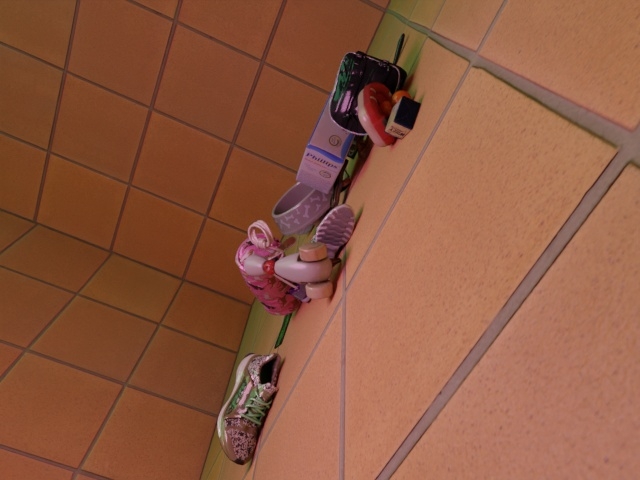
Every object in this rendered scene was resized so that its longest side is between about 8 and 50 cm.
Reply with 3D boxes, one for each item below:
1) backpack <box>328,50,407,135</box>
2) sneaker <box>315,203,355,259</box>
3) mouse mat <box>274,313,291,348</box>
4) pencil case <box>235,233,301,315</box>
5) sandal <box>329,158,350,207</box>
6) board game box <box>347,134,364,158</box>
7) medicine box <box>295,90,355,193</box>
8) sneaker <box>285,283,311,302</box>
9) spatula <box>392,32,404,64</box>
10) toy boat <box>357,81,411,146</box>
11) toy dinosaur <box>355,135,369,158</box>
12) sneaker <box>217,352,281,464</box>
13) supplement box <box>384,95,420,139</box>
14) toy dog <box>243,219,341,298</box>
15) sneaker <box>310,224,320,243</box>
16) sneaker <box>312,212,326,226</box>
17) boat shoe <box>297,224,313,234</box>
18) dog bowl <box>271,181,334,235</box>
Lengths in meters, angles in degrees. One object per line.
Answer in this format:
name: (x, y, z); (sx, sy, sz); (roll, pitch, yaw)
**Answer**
backpack: (0.154, -0.489, 1.717); (0.191, 0.225, 0.253); (-26, -41, -68)
sneaker: (0.030, -0.019, 1.642); (0.115, 0.105, 0.281); (-78, 13, -51)
mouse mat: (-0.154, 0.366, 2.158); (0.152, 0.007, 0.189); (129, 161, -63)
pencil case: (-0.180, 0.137, 1.871); (0.386, 0.167, 0.160); (73, -155, -55)
sandal: (0.087, -0.220, 1.982); (0.090, 0.060, 0.219); (118, 166, -58)
board game box: (0.151, -0.460, 2.263); (0.243, 0.042, 0.165); (-99, 32, -75)
medicine box: (0.036, -0.368, 1.929); (0.289, 0.149, 0.263); (119, 173, -67)
sneaker: (-0.046, 0.109, 1.816); (0.083, 0.098, 0.223); (-173, 105, -82)
spatula: (0.289, -0.712, 2.093); (0.084, 0.030, 0.296); (-93, 27, -77)
toy boat: (0.204, -0.400, 1.523); (0.151, 0.151, 0.231); (-26, 34, 23)
toy dinosaur: (0.156, -0.385, 1.961); (0.211, 0.064, 0.112); (-81, 15, -60)
sneaker: (-0.229, 0.552, 1.740); (0.182, 0.158, 0.410); (-37, 32, 39)
supplement box: (0.227, -0.340, 1.400); (0.083, 0.056, 0.083); (143, 148, -74)
toy dog: (-0.072, 0.069, 1.577); (0.161, 0.334, 0.220); (-19, -52, -51)
sneaker: (0.000, 0.000, 2.020); (0.161, 0.057, 0.075); (126, 147, -55)
sneaker: (-0.004, -0.142, 2.303); (0.095, 0.090, 0.235); (-46, 20, 26)
boat shoe: (-0.050, -0.134, 2.569); (0.302, 0.109, 0.094); (-46, 6, 46)
dog bowl: (-0.074, -0.177, 2.259); (0.349, 0.102, 0.348); (-34, 22, 16)
